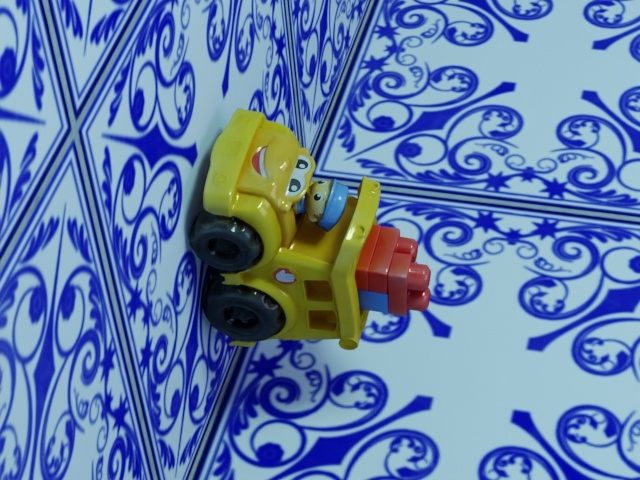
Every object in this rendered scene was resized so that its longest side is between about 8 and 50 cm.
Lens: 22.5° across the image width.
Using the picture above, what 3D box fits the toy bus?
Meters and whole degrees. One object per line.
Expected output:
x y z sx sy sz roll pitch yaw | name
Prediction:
0.000 0.000 1.499 0.220 0.211 0.149 81 22 -47 | toy bus
